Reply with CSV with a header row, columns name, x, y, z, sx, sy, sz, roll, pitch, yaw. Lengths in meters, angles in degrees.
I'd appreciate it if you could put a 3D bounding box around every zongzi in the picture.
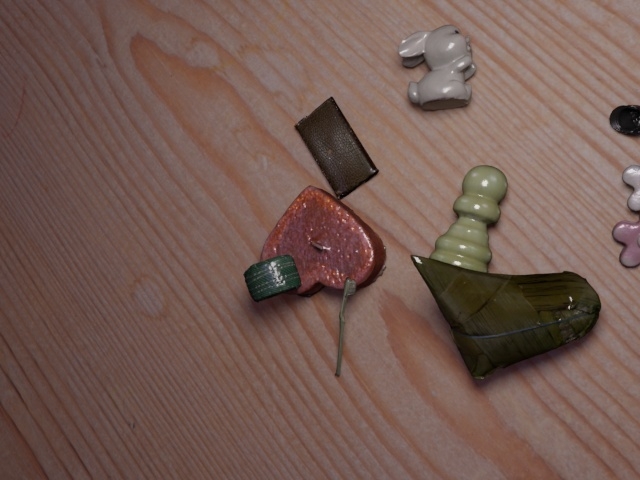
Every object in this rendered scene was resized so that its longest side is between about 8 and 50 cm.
name,x,y,z,sx,sy,sz,roll,pitch,yaw
zongzi,0.399,0.102,1.269,0.323,0.160,0.360,-29,115,13

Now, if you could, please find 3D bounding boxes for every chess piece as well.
name,x,y,z,sx,sy,sz,roll,pitch,yaw
chess piece,0.358,-0.053,1.380,0.144,0.144,0.251,17,88,21

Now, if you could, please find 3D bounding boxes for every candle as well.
name,x,y,z,sx,sy,sz,roll,pitch,yaw
candle,0.000,0.000,1.513,0.316,0.131,0.287,-4,84,20

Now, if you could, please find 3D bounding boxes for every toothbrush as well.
name,x,y,z,sx,sy,sz,roll,pitch,yaw
toothbrush,0.056,0.220,1.477,0.028,0.026,0.294,4,116,-10

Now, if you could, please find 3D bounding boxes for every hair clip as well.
name,x,y,z,sx,sy,sz,roll,pitch,yaw
hair clip,0.716,-0.063,1.274,0.146,0.075,0.257,10,96,16

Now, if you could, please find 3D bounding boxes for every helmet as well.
name,x,y,z,sx,sy,sz,roll,pitch,yaw
helmet,0.689,-0.270,1.299,0.084,0.049,0.065,33,137,43

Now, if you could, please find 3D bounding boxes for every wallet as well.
name,x,y,z,sx,sy,sz,roll,pitch,yaw
wallet,0.042,-0.243,1.553,0.133,0.039,0.243,-36,76,22

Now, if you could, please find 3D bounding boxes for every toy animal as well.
name,x,y,z,sx,sy,sz,roll,pitch,yaw
toy animal,0.282,-0.410,1.420,0.178,0.127,0.193,-12,86,22

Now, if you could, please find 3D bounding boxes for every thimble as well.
name,x,y,z,sx,sy,sz,roll,pitch,yaw
thimble,-0.115,0.092,1.438,0.135,0.118,0.090,-28,79,51
